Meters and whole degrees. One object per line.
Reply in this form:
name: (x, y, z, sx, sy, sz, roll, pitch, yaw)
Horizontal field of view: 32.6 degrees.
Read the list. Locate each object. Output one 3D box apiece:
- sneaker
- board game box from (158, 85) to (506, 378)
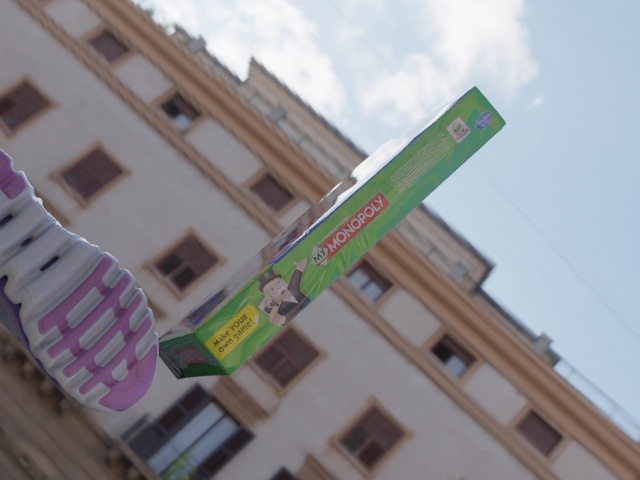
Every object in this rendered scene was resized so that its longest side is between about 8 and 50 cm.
sneaker: (-0.219, 0.035, 0.837, 0.236, 0.095, 0.104, 49, -33, 0)
board game box: (0.000, 0.000, 0.963, 0.046, 0.317, 0.213, 50, -19, -4)
